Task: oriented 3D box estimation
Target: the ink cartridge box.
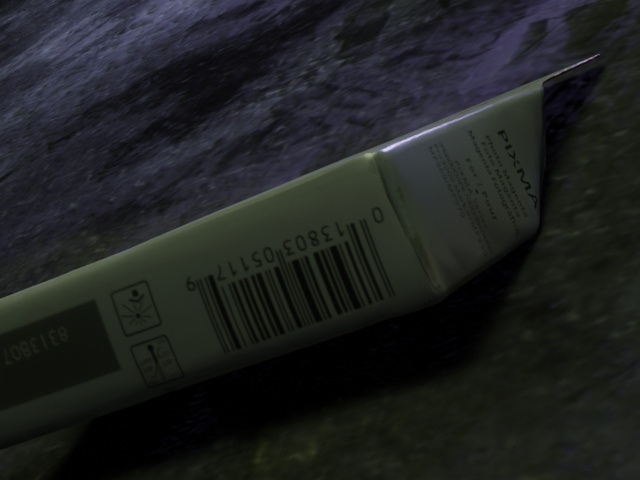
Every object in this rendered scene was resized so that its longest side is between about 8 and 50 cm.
[{"bbox_3d":[0.000,0.000,0.677,0.189,0.066,0.232,-21,-2,29],"label":"ink cartridge box"}]
